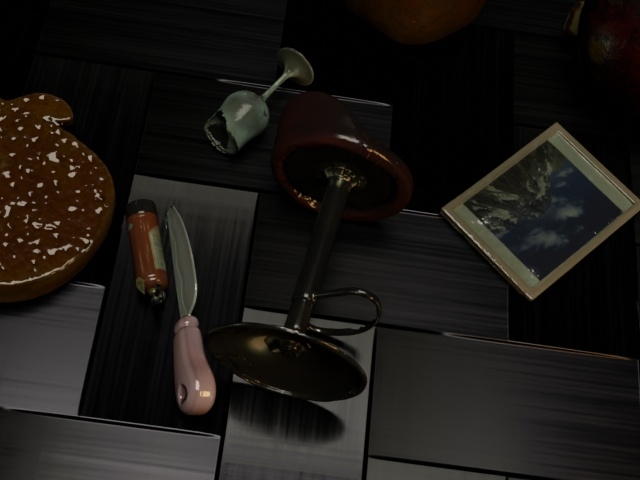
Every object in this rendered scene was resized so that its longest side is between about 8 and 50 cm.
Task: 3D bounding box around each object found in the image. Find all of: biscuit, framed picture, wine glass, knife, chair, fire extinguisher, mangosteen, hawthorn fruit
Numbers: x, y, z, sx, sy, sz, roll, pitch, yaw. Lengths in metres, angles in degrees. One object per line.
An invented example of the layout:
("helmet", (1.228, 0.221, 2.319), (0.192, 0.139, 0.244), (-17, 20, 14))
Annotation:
("biscuit", (-0.492, -0.083, 1.498), (0.394, 0.070, 0.350), (33, 61, 10))
("framed picture", (0.356, -0.050, 1.613), (0.281, 0.019, 0.209), (-38, 73, -23))
("wine glass", (-0.098, -0.222, 1.615), (0.079, 0.079, 0.195), (35, 62, 12))
("knife", (-0.195, 0.085, 1.438), (0.043, 0.081, 0.335), (4, 59, -30))
("chair", (0.000, 0.000, 1.427), (0.227, 0.226, 0.400), (15, 61, 1))
("fire extinguisher", (-0.251, 0.024, 1.476), (0.050, 0.062, 0.177), (-3, 60, -23))
("mangosteen", (0.564, -0.350, 1.657), (0.311, 0.311, 0.311), (3, 62, -5))
("hawthorn fruit", (0.168, -0.482, 1.661), (0.268, 0.301, 0.267), (4, 67, -9))
